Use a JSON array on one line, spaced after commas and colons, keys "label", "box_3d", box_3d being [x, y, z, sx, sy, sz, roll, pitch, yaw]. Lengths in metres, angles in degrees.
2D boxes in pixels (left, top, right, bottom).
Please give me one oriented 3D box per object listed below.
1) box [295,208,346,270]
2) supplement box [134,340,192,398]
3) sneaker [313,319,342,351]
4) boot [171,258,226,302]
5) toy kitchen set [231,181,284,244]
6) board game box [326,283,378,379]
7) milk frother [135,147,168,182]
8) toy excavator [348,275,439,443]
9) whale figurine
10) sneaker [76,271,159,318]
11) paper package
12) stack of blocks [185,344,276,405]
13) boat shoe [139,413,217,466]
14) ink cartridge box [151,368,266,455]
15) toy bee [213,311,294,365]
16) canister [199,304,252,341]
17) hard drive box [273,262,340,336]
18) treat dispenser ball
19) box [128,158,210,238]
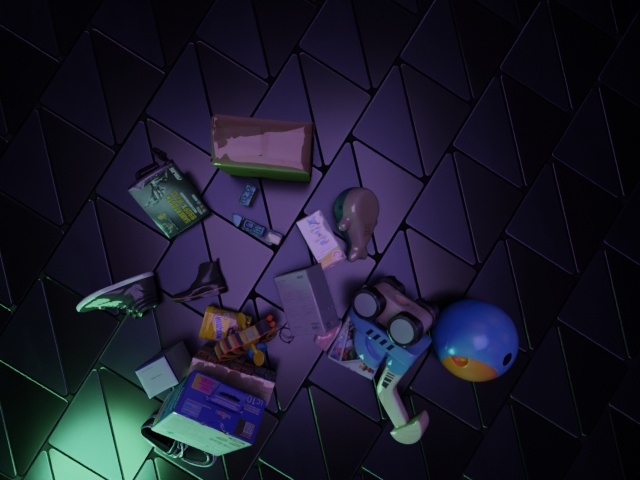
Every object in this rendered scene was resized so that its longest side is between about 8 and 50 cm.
[{"label": "box", "box_3d": [0.000, 0.000, 1.593, 0.103, 0.114, 0.203, -29, 91, -4]}, {"label": "supplement box", "box_3d": [-0.541, 0.447, 1.518, 0.111, 0.220, 0.114, -28, 92, -1]}, {"label": "sneaker", "box_3d": [0.024, 0.346, 1.622, 0.070, 0.051, 0.134, 32, 93, -7]}, {"label": "boot", "box_3d": [-0.462, 0.152, 1.603, 0.197, 0.077, 0.137, -12, 85, -15]}, {"label": "toy kitchen set", "box_3d": [-0.210, -0.098, 1.582, 0.207, 0.122, 0.166, 24, 89, -2]}, {"label": "board game box", "box_3d": [0.177, 0.343, 1.627, 0.193, 0.053, 0.305, 28, 89, -2]}, {"label": "milk frother", "box_3d": [-0.618, -0.253, 1.592, 0.134, 0.129, 0.143, -30, 48, -2]}, {"label": "toy excavator", "box_3d": [0.251, 0.411, 1.492, 0.433, 0.222, 0.445, 35, 116, 22]}, {"label": "whale figurine", "box_3d": [0.121, -0.061, 1.589, 0.141, 0.216, 0.272, 10, 105, 41]}, {"label": "sneaker", "box_3d": [-0.728, 0.235, 1.568, 0.295, 0.104, 0.147, -23, 85, -6]}, {"label": "paper package", "box_3d": [-0.186, -0.309, 1.491, 0.324, 0.309, 0.168, 4, 92, -1]}, {"label": "stack of blocks", "box_3d": [-0.312, 0.482, 1.550, 0.297, 0.171, 0.087, 19, 89, -3]}, {"label": "boat shoe", "box_3d": [-0.519, 0.746, 1.574, 0.301, 0.102, 0.108, 34, 88, -1]}, {"label": "ink cartridge box", "box_3d": [-0.362, 0.572, 1.416, 0.270, 0.395, 0.151, 30, 51, -15]}, {"label": "toy bee", "box_3d": [-0.224, 0.320, 1.504, 0.195, 0.162, 0.298, 39, 46, 16]}, {"label": "canister", "box_3d": [-0.349, 0.320, 1.600, 0.169, 0.073, 0.126, 14, 89, -3]}, {"label": "hard drive box", "box_3d": [-0.052, 0.217, 1.554, 0.181, 0.089, 0.232, -16, 92, 43]}, {"label": "treat dispenser ball", "box_3d": [0.543, 0.349, 1.523, 0.288, 0.288, 0.288, 0, 90, -2]}, {"label": "box", "box_3d": [-0.540, -0.148, 1.551, 0.183, 0.056, 0.231, -33, 121, -3]}]
